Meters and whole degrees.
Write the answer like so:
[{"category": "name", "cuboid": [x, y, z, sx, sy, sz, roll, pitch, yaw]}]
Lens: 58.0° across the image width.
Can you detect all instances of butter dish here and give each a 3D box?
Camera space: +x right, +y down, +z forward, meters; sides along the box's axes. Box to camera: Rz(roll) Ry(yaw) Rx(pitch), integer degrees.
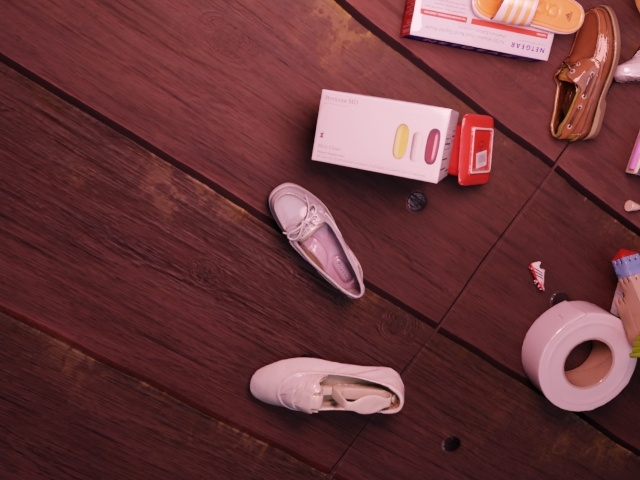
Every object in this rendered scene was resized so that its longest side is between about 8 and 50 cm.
[{"category": "butter dish", "cuboid": [0.325, -0.212, 1.347, 0.160, 0.118, 0.160, -11, 105, -49]}]

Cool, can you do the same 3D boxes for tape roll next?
[{"category": "tape roll", "cuboid": [0.693, 0.308, 1.551, 0.285, 0.100, 0.287, -2, 106, -8]}]

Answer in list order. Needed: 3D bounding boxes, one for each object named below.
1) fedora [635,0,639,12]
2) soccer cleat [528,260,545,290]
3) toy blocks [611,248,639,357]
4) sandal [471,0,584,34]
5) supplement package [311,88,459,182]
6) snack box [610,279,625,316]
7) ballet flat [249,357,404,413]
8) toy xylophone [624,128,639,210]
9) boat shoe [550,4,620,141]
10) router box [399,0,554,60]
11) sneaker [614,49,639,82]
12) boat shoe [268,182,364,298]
[{"category": "fedora", "cuboid": [0.783, -0.594, 1.331, 0.194, 0.079, 0.195, -5, 111, -12]}, {"category": "soccer cleat", "cuboid": [0.574, 0.093, 1.510, 0.035, 0.029, 0.083, -28, 103, 3]}, {"category": "toy blocks", "cuboid": [0.905, 0.123, 1.475, 0.381, 0.191, 0.261, -13, 77, -12]}, {"category": "sandal", "cuboid": [0.453, -0.502, 1.216, 0.265, 0.076, 0.102, 7, 104, -11]}, {"category": "supplement package", "cuboid": [0.142, -0.222, 1.214, 0.261, 0.204, 0.145, 12, 103, 15]}, {"category": "snack box", "cuboid": [0.872, 0.161, 1.571, 0.141, 0.037, 0.100, 5, 104, -10]}, {"category": "ballet flat", "cuboid": [0.026, 0.375, 1.444, 0.399, 0.139, 0.139, 4, 104, -10]}, {"category": "toy xylophone", "cuboid": [0.912, -0.172, 1.465, 0.322, 0.081, 0.237, 2, 105, -10]}, {"category": "boat shoe", "cuboid": [0.608, -0.385, 1.342, 0.104, 0.111, 0.308, -2, 105, -10]}, {"category": "router box", "cuboid": [0.367, -0.575, 1.266, 0.335, 0.082, 0.301, 7, 104, -11]}, {"category": "sneaker", "cuboid": [0.793, -0.449, 1.378, 0.232, 0.090, 0.115, -19, 101, -13]}, {"category": "boat shoe", "cuboid": [-0.001, 0.003, 1.351, 0.118, 0.103, 0.320, -35, 108, 1]}]
